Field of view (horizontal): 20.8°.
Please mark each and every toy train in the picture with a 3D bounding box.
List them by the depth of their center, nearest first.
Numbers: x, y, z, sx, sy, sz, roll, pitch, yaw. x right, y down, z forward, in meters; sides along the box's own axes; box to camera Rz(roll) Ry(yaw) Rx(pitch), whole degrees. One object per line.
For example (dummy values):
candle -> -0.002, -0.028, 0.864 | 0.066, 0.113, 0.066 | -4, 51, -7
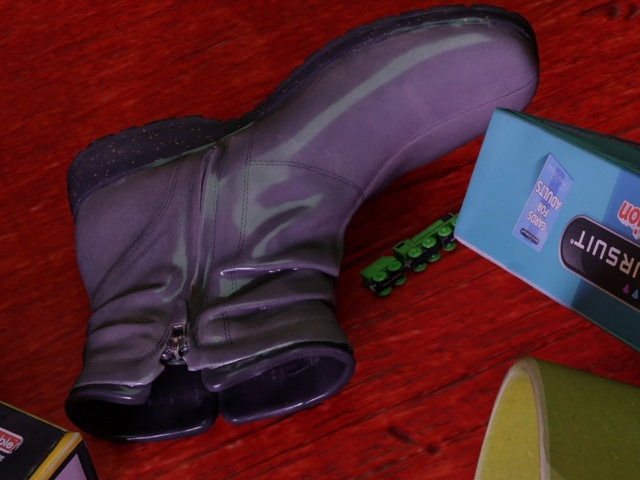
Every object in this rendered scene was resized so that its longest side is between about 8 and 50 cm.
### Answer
toy train -> 0.061, 0.007, 1.127 | 0.083, 0.017, 0.024 | -34, 38, -20

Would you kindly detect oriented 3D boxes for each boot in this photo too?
boot -> 0.000, 0.000, 1.084 | 0.338, 0.118, 0.222 | -24, 46, 12

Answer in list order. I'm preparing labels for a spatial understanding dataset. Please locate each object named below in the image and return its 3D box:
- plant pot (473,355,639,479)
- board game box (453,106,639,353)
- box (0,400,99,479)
plant pot -> 0.212, 0.205, 0.752 | 0.293, 0.275, 0.275 | 8, 46, -1
board game box -> 0.259, 0.038, 0.847 | 0.254, 0.079, 0.336 | 11, 13, -30
box -> -0.329, 0.170, 1.012 | 0.322, 0.079, 0.257 | 19, 55, 28
